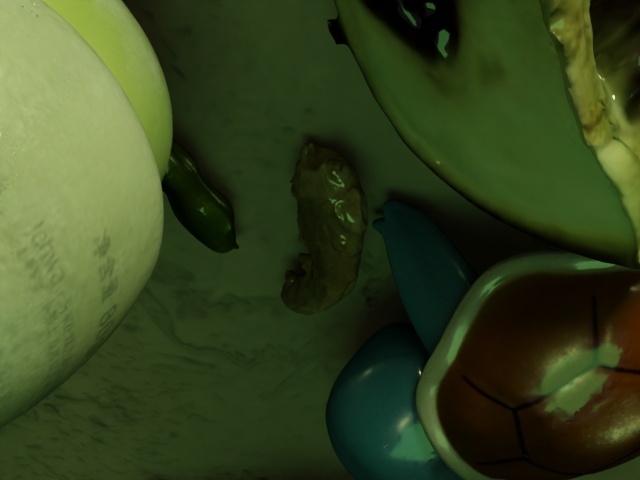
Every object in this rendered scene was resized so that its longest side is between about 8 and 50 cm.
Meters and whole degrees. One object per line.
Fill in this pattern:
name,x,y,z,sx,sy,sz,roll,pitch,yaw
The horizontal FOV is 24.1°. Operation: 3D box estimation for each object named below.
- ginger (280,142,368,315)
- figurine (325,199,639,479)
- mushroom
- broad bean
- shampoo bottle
ginger,0.002,0.003,1.149,0.069,0.051,0.173,36,136,24
figurine,0.199,0.086,1.136,0.416,0.243,0.298,-10,145,42
mushroom,0.134,-0.153,0.960,0.217,0.212,0.292,28,167,43
broad bean,-0.132,-0.063,1.117,0.227,0.039,0.069,41,143,-26
shampoo bottle,-0.263,-0.030,0.943,0.322,0.317,0.322,13,135,14
